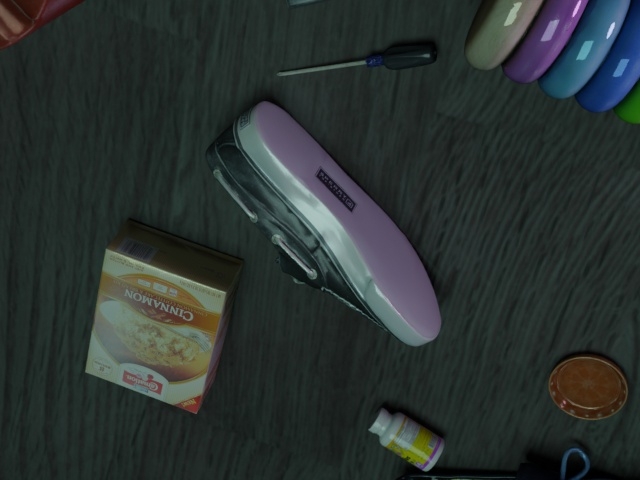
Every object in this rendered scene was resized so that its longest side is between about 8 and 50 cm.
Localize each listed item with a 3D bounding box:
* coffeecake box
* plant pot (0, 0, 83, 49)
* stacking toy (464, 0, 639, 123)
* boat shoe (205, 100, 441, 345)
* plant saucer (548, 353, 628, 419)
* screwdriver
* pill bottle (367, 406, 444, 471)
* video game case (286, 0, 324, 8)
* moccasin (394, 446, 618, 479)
[{"bbox_3d":[-0.179,0.088,1.466,0.142,0.068,0.185,19,125,5],"label":"coffeecake box"},{"bbox_3d":[-0.268,-0.305,1.130,0.272,0.265,0.272,8,123,13],"label":"plant pot"},{"bbox_3d":[0.298,-0.144,1.129,0.330,0.141,0.141,27,125,-4],"label":"stacking toy"},{"bbox_3d":[0.000,0.000,1.329,0.102,0.108,0.301,-36,102,32],"label":"boat shoe"},{"bbox_3d":[0.287,0.156,1.386,0.083,0.013,0.083,8,122,13],"label":"plant saucer"},{"bbox_3d":[0.032,-0.171,1.261,0.170,0.025,0.024,-7,118,21],"label":"screwdriver"},{"bbox_3d":[0.097,0.225,1.474,0.083,0.043,0.043,32,125,-3],"label":"pill bottle"},{"bbox_3d":[0.018,-0.355,1.150,0.196,0.026,0.274,-8,117,23],"label":"video game case"},{"bbox_3d":[0.230,0.308,1.428,0.342,0.138,0.117,-10,113,22],"label":"moccasin"}]
